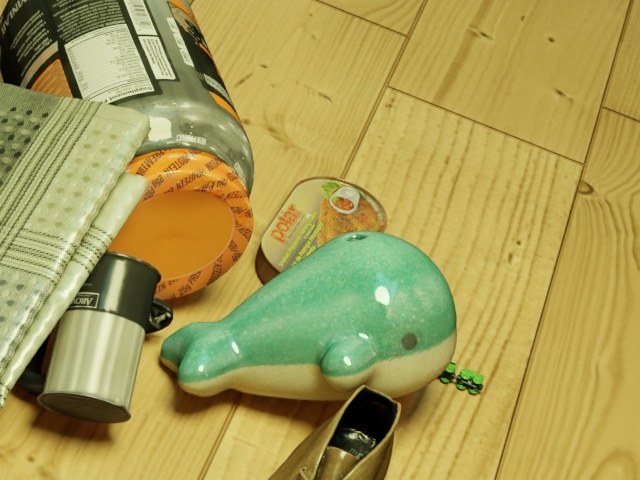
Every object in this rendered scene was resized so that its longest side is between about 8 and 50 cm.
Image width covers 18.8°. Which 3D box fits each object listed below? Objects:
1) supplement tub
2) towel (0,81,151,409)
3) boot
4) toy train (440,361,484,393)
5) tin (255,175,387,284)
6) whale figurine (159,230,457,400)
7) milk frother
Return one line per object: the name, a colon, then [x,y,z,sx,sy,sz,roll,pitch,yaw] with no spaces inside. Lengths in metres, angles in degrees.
supplement tub: [-0.188,-0.113,1.875,0.207,0.207,0.338,0,42,-24]
towel: [-0.334,-0.012,1.680,0.312,0.056,0.324,13,57,23]
boot: [-0.020,0.228,1.609,0.112,0.115,0.305,30,40,7]
toy train: [0.121,0.126,1.878,0.083,0.017,0.023,22,28,2]
tin: [0.000,0.000,1.963,0.106,0.040,0.189,28,38,4]
whale figurine: [-0.010,0.070,1.769,0.272,0.141,0.216,-8,17,-14]
milk frother: [-0.185,0.098,1.714,0.143,0.129,0.134,27,64,-36]
